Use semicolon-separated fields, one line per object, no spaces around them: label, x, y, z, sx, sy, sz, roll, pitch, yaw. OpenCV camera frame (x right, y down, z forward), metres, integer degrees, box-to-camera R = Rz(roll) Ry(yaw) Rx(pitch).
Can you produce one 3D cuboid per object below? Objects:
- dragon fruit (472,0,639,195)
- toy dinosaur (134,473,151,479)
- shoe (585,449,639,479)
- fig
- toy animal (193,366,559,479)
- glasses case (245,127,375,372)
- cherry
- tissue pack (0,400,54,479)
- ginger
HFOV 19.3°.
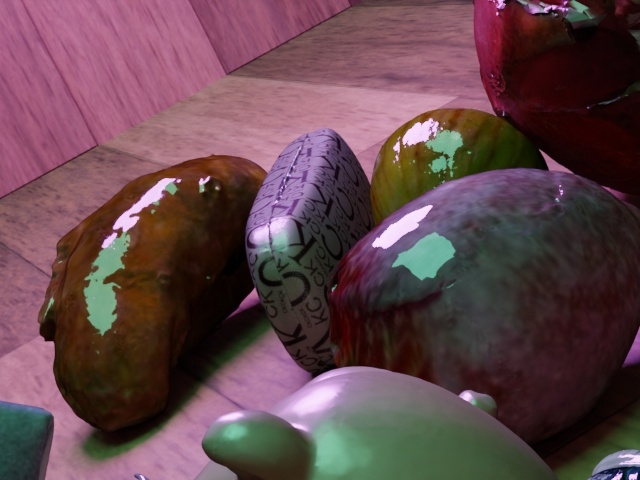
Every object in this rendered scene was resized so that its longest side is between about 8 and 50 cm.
dragon fruit;0.269;-0.182;1.526;0.296;0.295;0.302;-29;3;-8
toy dinosaur;-0.189;0.225;1.376;0.209;0.039;0.082;-35;15;-33
shoe;0.173;0.147;0.968;0.071;0.064;0.143;-33;14;-24
fig;0.098;0.005;1.469;0.151;0.151;0.259;-18;30;29
toy animal;0.039;0.155;0.917;0.221;0.210;0.229;-53;-7;-50
glasses case;0.000;0.000;1.635;0.085;0.137;0.354;-22;14;13
cherry;0.118;0.040;1.230;0.250;0.175;0.192;-29;3;-20
tissue pack;-0.328;0.183;1.108;0.316;0.228;0.103;12;-8;-9
ginger;-0.156;0.043;1.717;0.172;0.165;0.321;14;49;26
